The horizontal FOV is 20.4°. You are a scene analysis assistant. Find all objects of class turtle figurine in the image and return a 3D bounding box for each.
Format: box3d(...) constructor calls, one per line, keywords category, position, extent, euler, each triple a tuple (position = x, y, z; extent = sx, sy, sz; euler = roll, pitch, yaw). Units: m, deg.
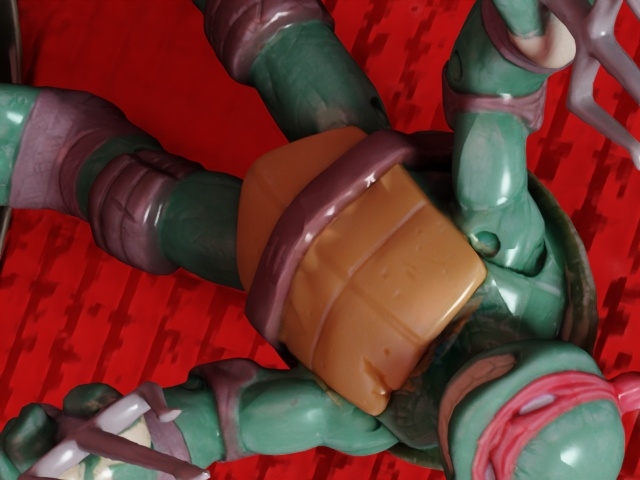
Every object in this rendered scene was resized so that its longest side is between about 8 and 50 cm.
box3d(category="turtle figurine", position=(0.000, 0.000, 0.412), extent=(0.175, 0.118, 0.234), euler=(-47, 46, 1))

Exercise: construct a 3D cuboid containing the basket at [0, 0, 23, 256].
box3d(category="basket", position=(-0.225, -0.037, 0.529), extent=(0.227, 0.154, 0.204), euler=(2, 82, 33))
